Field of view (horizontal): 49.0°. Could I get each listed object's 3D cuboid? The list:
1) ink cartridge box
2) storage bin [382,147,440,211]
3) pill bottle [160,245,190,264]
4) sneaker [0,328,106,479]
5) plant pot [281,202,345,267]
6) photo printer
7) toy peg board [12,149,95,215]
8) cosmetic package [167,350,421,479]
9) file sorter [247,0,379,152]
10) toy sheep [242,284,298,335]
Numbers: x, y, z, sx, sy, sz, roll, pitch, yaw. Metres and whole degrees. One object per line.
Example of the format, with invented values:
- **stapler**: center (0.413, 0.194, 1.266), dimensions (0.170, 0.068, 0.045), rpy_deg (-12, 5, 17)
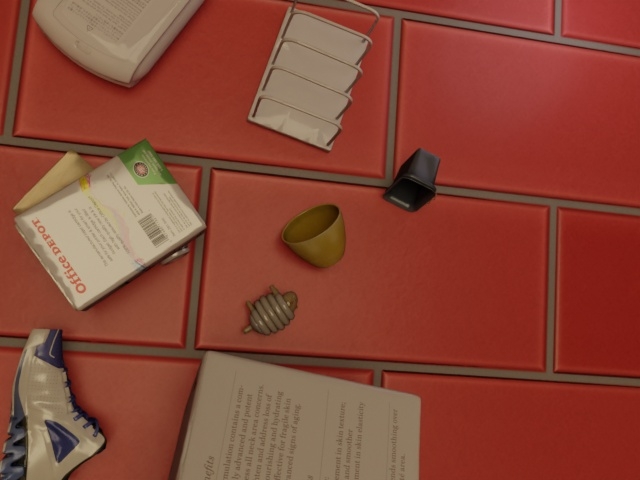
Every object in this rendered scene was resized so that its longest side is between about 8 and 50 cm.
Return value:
- **ink cartridge box**: center (-0.385, -0.025, 1.313), dimensions (0.278, 0.117, 0.201), rpy_deg (-35, 92, -14)
- **storage bin**: center (0.208, -0.131, 1.512), dimensions (0.098, 0.135, 0.091), rpy_deg (25, 69, -7)
- **pill bottle**: center (-0.318, -0.014, 1.420), dimensions (0.065, 0.065, 0.116), rpy_deg (-28, 88, -13)
- **sneaker**: center (-0.489, 0.328, 1.324), dimensions (0.182, 0.127, 0.315), rpy_deg (9, 80, -20)
- **plant pot**: center (0.000, 0.000, 1.461), dimensions (0.134, 0.134, 0.095), rpy_deg (-36, 119, -13)
- **photo printer**: center (-0.408, -0.484, 1.439), dimensions (0.256, 0.107, 0.307), rpy_deg (34, 78, -5)
- **toy peg board**: center (-0.490, -0.068, 1.397), dimensions (0.160, 0.079, 0.161), rpy_deg (44, 78, -19)
- **cosmetic package**: center (-0.065, 0.436, 1.233), dimensions (0.394, 0.327, 0.329), rpy_deg (14, 56, -9)
- **file sorter**: center (-0.010, -0.363, 1.472), dimensions (0.193, 0.173, 0.277), rpy_deg (20, 79, -9)
- **toy sheep**: center (-0.103, 0.149, 1.435), dimensions (0.132, 0.091, 0.091), rpy_deg (-35, 91, 0)
